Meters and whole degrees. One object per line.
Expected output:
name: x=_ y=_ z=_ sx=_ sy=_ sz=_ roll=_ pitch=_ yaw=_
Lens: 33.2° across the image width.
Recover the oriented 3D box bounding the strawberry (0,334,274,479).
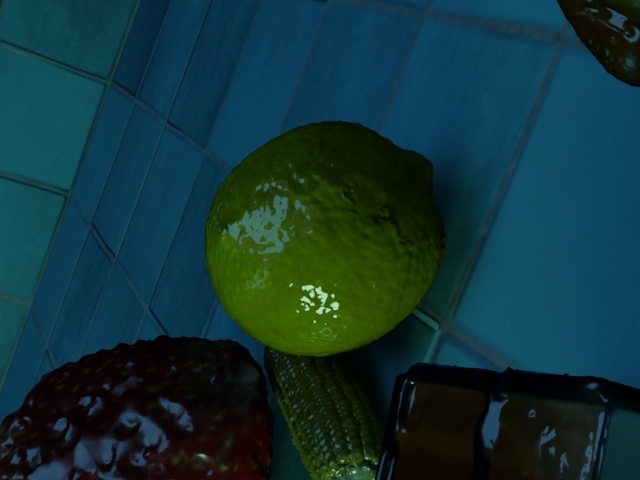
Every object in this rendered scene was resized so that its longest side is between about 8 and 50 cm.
strawberry: x=-0.186 y=0.227 z=1.027 sx=0.292 sy=0.291 sz=0.310 roll=-102 pitch=12 yaw=-46

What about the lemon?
lemon: x=0.000 y=0.000 z=0.907 sx=0.231 sy=0.192 sz=0.192 roll=-33 pitch=41 yaw=23

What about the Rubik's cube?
Rubik's cube: x=0.135 y=0.168 z=0.555 sx=0.183 sy=0.167 sz=0.180 roll=-11 pitch=65 yaw=63

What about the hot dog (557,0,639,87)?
hot dog: x=0.216 y=-0.208 z=0.676 sx=0.153 sy=0.150 sz=0.257 roll=-24 pitch=52 yaw=45

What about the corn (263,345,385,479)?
corn: x=0.003 y=0.143 z=0.942 sx=0.080 sy=0.080 sz=0.238 roll=-62 pitch=28 yaw=21
